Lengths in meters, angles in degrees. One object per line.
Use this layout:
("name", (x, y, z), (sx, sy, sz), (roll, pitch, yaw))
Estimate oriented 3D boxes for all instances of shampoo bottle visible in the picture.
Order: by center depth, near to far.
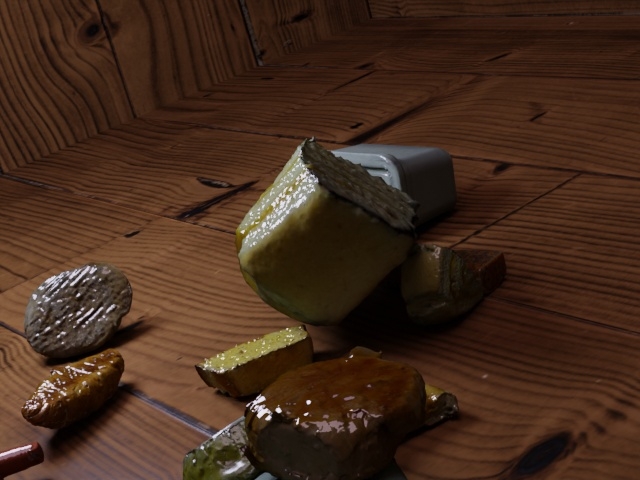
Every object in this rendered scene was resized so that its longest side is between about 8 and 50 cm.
("shampoo bottle", (-0.524, 0.347, 1.802), (0.244, 0.085, 0.085), (-19, 20, -4))

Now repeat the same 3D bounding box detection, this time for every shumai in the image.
("shumai", (-0.442, 0.128, 2.276), (0.209, 0.161, 0.153), (-42, 1, -6))

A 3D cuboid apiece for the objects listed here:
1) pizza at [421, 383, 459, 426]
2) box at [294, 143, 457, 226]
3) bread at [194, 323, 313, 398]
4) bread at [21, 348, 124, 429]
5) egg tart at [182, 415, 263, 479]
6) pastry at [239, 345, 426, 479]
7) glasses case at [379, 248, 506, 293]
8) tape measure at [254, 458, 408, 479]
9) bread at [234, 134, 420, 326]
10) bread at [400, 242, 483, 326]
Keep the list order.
("pizza", (0.038, 0.231, 1.676), (0.292, 0.058, 0.197), (-3, 15, 21))
("box", (0.113, -0.108, 2.423), (0.182, 0.175, 0.312), (-20, 18, -37))
("bread", (-0.095, 0.190, 1.922), (0.187, 0.065, 0.103), (-19, 18, -19))
("bread", (-0.397, 0.248, 1.979), (0.105, 0.076, 0.233), (9, 22, 26))
("egg tart", (-0.105, 0.276, 1.593), (0.197, 0.078, 0.197), (-31, -5, -3))
("pastry", (0.014, 0.212, 1.458), (0.229, 0.100, 0.218), (-9, 18, 2))
("glasses case", (0.201, 0.051, 2.083), (0.218, 0.049, 0.075), (2, 26, 41))
("tape measure", (0.034, 0.328, 1.378), (0.215, 0.098, 0.351), (-19, 12, -11))
("bread", (-0.003, 0.005, 1.993), (0.264, 0.239, 0.395), (-53, 5, 12))
("bread", (0.186, 0.087, 1.944), (0.103, 0.156, 0.110), (-7, 53, 35))
